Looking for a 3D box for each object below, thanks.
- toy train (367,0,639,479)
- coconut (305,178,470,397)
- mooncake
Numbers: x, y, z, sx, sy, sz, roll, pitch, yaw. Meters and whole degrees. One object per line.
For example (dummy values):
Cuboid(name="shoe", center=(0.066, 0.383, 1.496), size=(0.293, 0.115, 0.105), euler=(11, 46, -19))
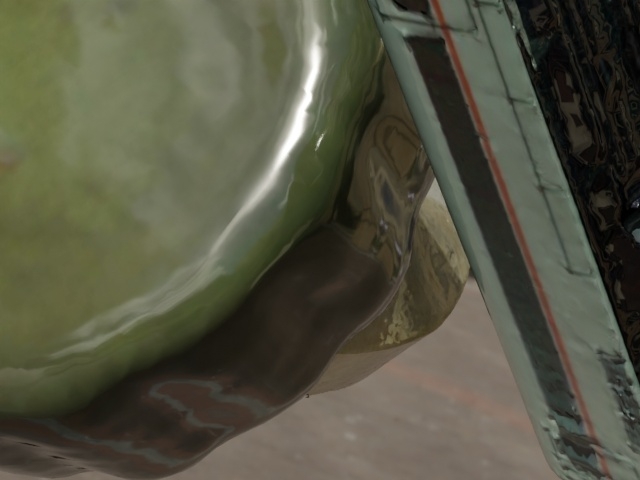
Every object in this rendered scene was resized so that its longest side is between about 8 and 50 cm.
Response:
Cuboid(name="toy train", center=(0.062, -0.084, 0.530), size=(0.088, 0.086, 0.407), euler=(20, -37, 47))
Cuboid(name="coconut", center=(0.000, 0.000, 1.179), size=(0.202, 0.202, 0.222), euler=(18, -26, -12))
Cuboid(name="mooncake", center=(-0.112, -0.046, 0.851), size=(0.351, 0.351, 0.187), euler=(21, -14, 22))
